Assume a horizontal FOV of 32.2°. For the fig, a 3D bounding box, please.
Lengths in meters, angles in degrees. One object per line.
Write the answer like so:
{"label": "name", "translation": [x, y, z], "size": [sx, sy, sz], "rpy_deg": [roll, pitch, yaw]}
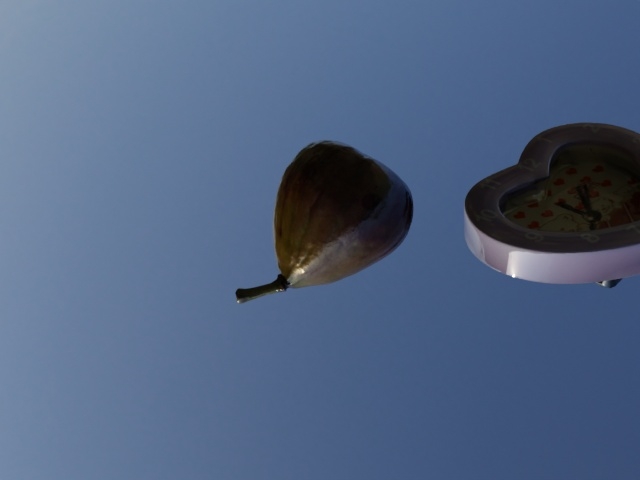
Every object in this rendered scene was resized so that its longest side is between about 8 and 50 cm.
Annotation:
{"label": "fig", "translation": [0.000, 0.000, 0.707], "size": [0.125, 0.089, 0.089], "rpy_deg": [-55, -146, -1]}

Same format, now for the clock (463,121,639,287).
{"label": "clock", "translation": [0.222, -0.018, 0.906], "size": [0.172, 0.064, 0.198], "rpy_deg": [25, -132, 33]}
